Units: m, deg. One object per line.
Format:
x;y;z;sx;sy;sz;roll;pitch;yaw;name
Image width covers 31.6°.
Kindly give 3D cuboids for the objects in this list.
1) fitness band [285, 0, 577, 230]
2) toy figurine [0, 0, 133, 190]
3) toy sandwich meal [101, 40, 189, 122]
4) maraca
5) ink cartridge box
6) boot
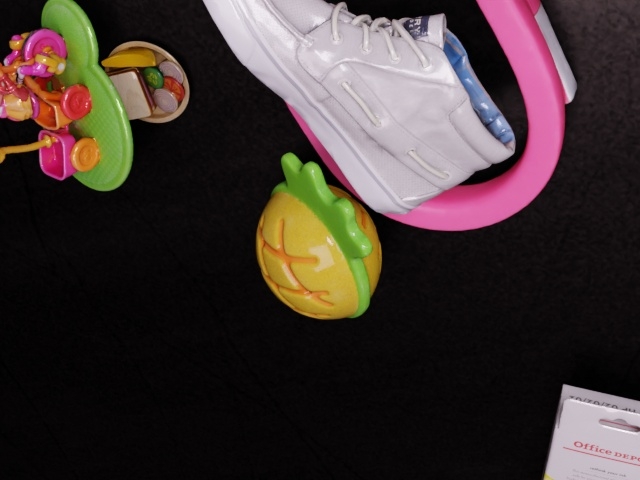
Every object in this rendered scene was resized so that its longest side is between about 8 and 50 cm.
0.067;-0.134;0.853;0.209;0.054;0.291;-18;116;31;fitness band
-0.255;-0.094;0.910;0.130;0.159;0.173;23;127;37;toy figurine
-0.152;-0.129;0.951;0.085;0.029;0.086;10;128;13;toy sandwich meal
0.000;0.000;0.929;0.127;0.099;0.186;46;159;17;maraca
0.260;0.198;1.025;0.104;0.062;0.181;12;129;11;ink cartridge box
0.031;-0.136;0.786;0.123;0.095;0.258;-26;121;30;boot
